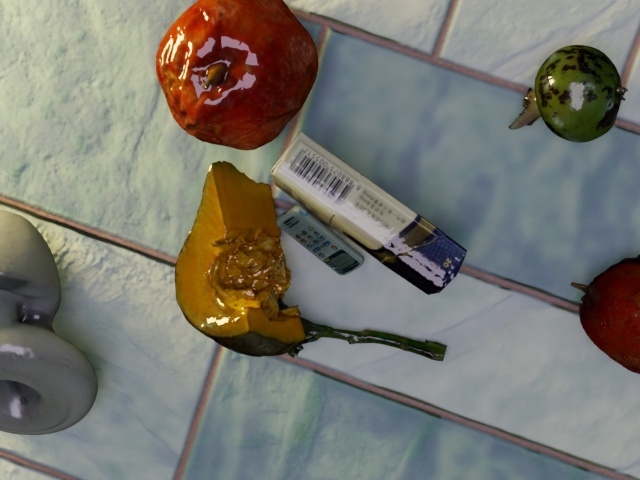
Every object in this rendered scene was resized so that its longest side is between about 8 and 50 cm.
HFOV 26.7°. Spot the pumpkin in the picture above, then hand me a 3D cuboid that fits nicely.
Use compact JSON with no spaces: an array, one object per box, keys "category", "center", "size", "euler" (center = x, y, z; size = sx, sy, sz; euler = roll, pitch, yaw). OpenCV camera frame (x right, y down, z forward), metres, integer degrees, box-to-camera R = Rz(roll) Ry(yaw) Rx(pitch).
[{"category":"pumpkin","center":[-0.119,0.035,1.752],"size":[0.126,0.131,0.248],"euler":[-23,69,39]}]

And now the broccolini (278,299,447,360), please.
[{"category":"broccolini","center":[0.039,0.132,1.789],"size":[0.254,0.057,0.071],"euler":[10,143,9]}]

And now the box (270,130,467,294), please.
[{"category":"box","center":[0.060,-0.030,1.700],"size":[0.259,0.168,0.071],"euler":[37,87,2]}]

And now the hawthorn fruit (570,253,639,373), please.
[{"category":"hawthorn fruit","center":[0.396,0.086,1.691],"size":[0.172,0.148,0.148],"euler":[26,102,22]}]

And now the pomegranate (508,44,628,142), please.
[{"category":"pomegranate","center":[0.304,-0.178,1.679],"size":[0.161,0.122,0.122],"euler":[-16,97,38]}]

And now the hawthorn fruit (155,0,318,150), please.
[{"category":"hawthorn fruit","center":[-0.114,-0.211,1.660],"size":[0.207,0.243,0.207],"euler":[2,101,9]}]

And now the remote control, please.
[{"category":"remote control","center":[0.000,0.000,1.763],"size":[0.124,0.018,0.053],"euler":[40,137,-19]}]

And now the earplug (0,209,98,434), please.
[{"category":"earplug","center":[-0.416,0.119,1.801],"size":[0.214,0.175,0.325],"euler":[-9,107,15]}]
